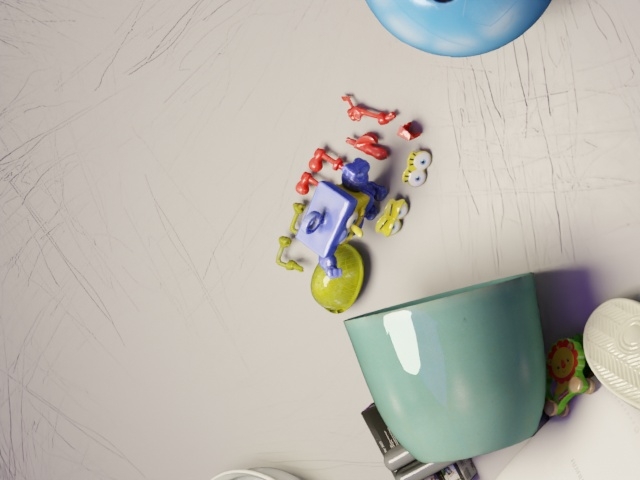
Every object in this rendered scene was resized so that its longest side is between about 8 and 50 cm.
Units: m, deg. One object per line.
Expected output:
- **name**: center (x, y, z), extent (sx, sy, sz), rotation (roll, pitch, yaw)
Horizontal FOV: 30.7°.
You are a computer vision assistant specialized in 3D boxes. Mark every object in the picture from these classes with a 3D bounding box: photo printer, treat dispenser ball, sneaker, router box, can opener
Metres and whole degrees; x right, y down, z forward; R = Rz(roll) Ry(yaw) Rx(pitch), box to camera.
- **photo printer**: center (0.410, 0.362, 1.722), extent (0.307, 0.107, 0.256), rotation (-54, 34, 28)
- **treat dispenser ball**: center (0.188, -0.395, 1.591), extent (0.288, 0.288, 0.288), rotation (10, 110, 29)
- **sneaker**: center (0.509, 0.210, 1.624), extent (0.131, 0.148, 0.350), rotation (-53, 39, 11)
- **router box**: center (0.166, 0.343, 1.978), extent (0.133, 0.046, 0.179), rotation (-27, 90, 35)
- **can opener**: center (0.230, 0.316, 1.873), extent (0.280, 0.093, 0.074), rotation (-29, 98, 17)

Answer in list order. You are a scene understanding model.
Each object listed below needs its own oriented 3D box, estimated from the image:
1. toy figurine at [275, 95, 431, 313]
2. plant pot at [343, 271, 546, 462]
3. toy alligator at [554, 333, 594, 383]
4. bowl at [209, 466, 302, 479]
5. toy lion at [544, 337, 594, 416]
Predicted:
- **toy figurine**: center (0.001, -0.035, 1.849), extent (0.191, 0.217, 0.362), rotation (34, 116, 16)
- **plant pot**: center (0.203, 0.196, 1.741), extent (0.293, 0.293, 0.235), rotation (-15, 87, 34)
- **toy alligator**: center (0.386, 0.207, 1.801), extent (0.051, 0.056, 0.190), rotation (-110, 28, -53)
- **bowl**: center (-0.078, 0.533, 2.136), extent (0.298, 0.134, 0.298), rotation (10, 110, 30)
- **toy lion**: center (0.362, 0.200, 1.740), extent (0.100, 0.034, 0.096), rotation (-54, 40, 37)
